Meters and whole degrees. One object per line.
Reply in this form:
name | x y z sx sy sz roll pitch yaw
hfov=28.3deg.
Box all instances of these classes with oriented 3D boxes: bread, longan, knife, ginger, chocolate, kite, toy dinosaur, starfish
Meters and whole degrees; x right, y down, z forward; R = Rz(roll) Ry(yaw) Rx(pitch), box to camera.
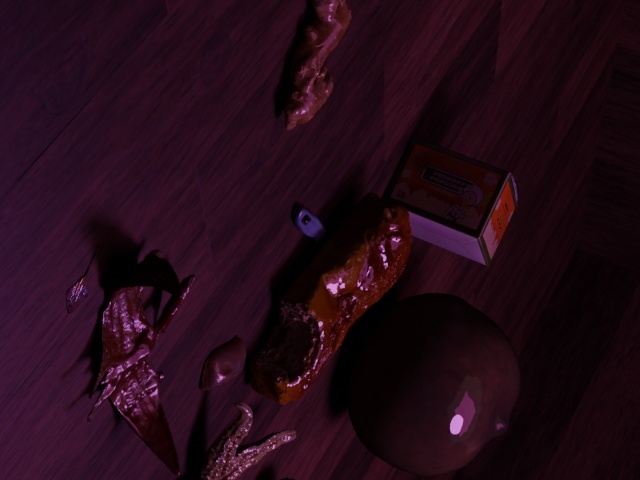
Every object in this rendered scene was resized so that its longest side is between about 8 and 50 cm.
bread | 0.021 0.089 2.028 0.380 0.109 0.185 -49 160 -34
longan | 0.219 0.282 2.463 0.361 0.361 0.361 -53 156 -36
knife | 0.000 0.000 2.033 0.044 0.019 0.313 -61 161 -6
ginger | -0.004 -0.237 1.700 0.193 0.053 0.176 73 38 -63
chocolate | -0.136 0.183 1.850 0.101 0.031 0.064 -21 126 -63
kite | -0.260 0.047 1.407 0.078 0.002 0.044 -59 159 -22
toy dinosaur | -0.199 0.154 1.528 0.206 0.113 0.327 -28 139 -62
starfish | -0.163 0.402 1.949 0.347 0.078 0.358 -61 160 -20

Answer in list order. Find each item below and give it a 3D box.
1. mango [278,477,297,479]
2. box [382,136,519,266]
mango | -0.069 0.514 2.281 0.233 0.111 0.125 90 25 -46
box | 0.242 -0.073 2.323 0.148 0.195 0.177 -63 160 -11
